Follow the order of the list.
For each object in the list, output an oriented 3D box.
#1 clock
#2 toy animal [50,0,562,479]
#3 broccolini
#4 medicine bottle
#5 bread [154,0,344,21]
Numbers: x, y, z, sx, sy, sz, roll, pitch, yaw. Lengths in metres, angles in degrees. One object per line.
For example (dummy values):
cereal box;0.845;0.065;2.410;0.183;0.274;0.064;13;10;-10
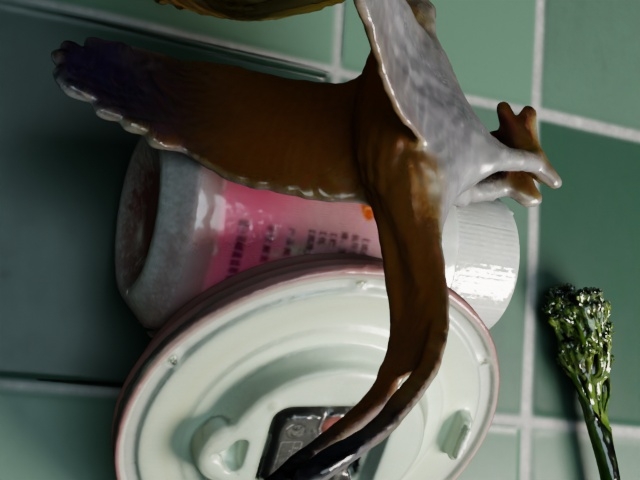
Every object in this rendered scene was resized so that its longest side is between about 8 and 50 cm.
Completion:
clock;-0.005;0.112;0.658;0.244;0.056;0.244;-8;127;-11
toy animal;0.049;-0.032;0.561;0.302;0.225;0.284;-1;65;-46
broccolini;0.219;0.150;0.838;0.054;0.051;0.239;-7;85;-70
medicine bottle;0.000;0.000;0.703;0.247;0.147;0.147;8;79;-23
bread;-0.065;-0.233;0.660;0.139;0.240;0.240;-44;101;-17
